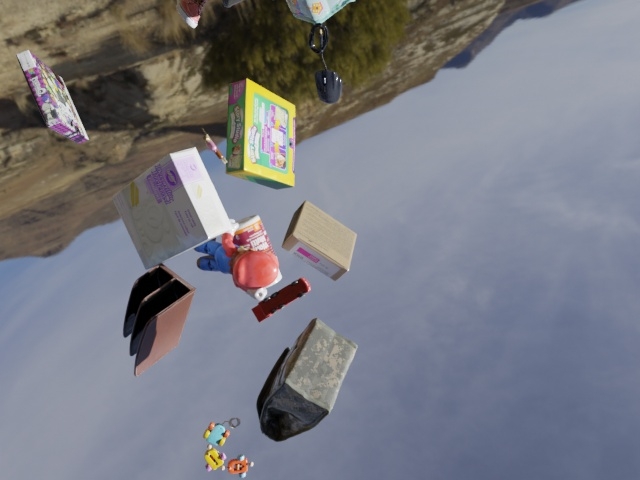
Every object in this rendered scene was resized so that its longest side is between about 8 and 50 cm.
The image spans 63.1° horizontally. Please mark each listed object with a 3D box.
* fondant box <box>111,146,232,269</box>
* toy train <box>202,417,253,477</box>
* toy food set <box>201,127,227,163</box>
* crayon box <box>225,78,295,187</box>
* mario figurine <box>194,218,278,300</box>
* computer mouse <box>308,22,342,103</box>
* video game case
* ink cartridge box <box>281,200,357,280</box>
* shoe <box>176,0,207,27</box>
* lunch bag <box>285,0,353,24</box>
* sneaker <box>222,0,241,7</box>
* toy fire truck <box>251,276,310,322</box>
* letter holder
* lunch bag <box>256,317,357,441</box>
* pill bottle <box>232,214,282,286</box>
[{"bbox_3d":[-0.417,-0.079,1.436,0.330,0.238,0.096,-22,-176,40],"label":"fondant box"},{"bbox_3d":[-0.253,0.557,1.406,0.125,0.166,0.046,-9,-177,-11],"label":"toy train"},{"bbox_3d":[-0.299,-0.256,1.462,0.019,0.122,0.078,-36,-139,-3],"label":"toy food set"},{"bbox_3d":[-0.235,-0.415,2.099,0.106,0.362,0.313,-5,170,34],"label":"crayon box"},{"bbox_3d":[-0.234,0.058,1.567,0.321,0.198,0.170,16,-114,41],"label":"mario figurine"},{"bbox_3d":[0.009,-0.453,1.367,0.071,0.242,0.041,9,-124,20],"label":"computer mouse"},{"bbox_3d":[-0.755,-0.398,1.481,0.042,0.210,0.232,-24,-179,-6],"label":"video game case"},{"bbox_3d":[0.000,0.000,1.813,0.088,0.235,0.193,-43,-161,41],"label":"ink cartridge box"},{"bbox_3d":[-0.348,-0.656,1.434,0.081,0.063,0.178,-36,-135,16],"label":"shoe"},{"bbox_3d":[-0.048,-0.706,1.351,0.160,0.223,0.262,-34,-143,0],"label":"lunch bag"},{"bbox_3d":[-0.203,-0.864,1.765,0.286,0.130,0.109,-28,-161,13],"label":"sneaker"},{"bbox_3d":[-0.108,0.162,1.417,0.192,0.047,0.135,-31,175,6],"label":"toy fire truck"},{"bbox_3d":[-0.554,0.262,1.666,0.214,0.152,0.301,-42,163,-50],"label":"letter holder"},{"bbox_3d":[-0.055,0.389,1.411,0.287,0.169,0.235,-55,-178,42],"label":"lunch bag"},{"bbox_3d":[-0.211,0.039,1.668,0.121,0.221,0.121,-22,-169,5],"label":"pill bottle"}]
